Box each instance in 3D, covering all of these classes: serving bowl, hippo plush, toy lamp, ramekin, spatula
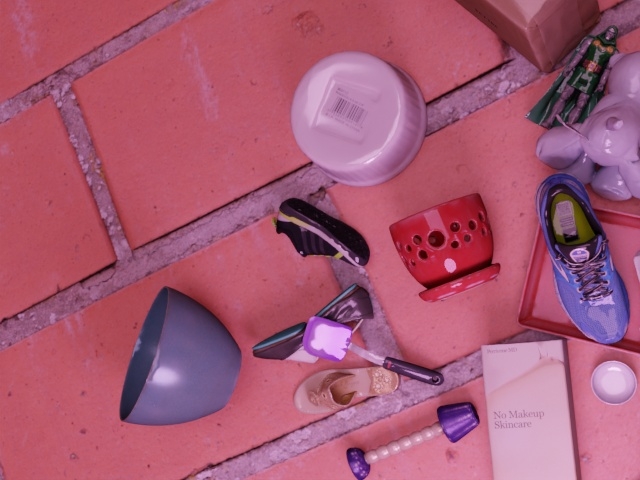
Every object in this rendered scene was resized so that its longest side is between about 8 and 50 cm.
[{"bbox_3d":[0.558,0.270,1.810,0.083,0.027,0.083,-2,85,18],"label":"serving bowl"},{"bbox_3d":[0.540,-0.235,1.763,0.234,0.294,0.236,11,69,44],"label":"hippo plush"},{"bbox_3d":[0.185,0.397,1.900,0.274,0.080,0.080,-28,77,14],"label":"toy lamp"},{"bbox_3d":[0.071,-0.256,1.966,0.277,0.135,0.277,-2,85,19],"label":"ramekin"},{"bbox_3d":[0.108,0.236,1.925,0.296,0.030,0.084,20,102,8],"label":"spatula"}]

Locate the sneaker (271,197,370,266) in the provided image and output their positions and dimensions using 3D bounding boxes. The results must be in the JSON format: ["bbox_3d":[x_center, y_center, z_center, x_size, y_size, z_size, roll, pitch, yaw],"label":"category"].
[{"bbox_3d":[0.000,0.000,2.012,0.234,0.084,0.097,35,121,19],"label":"sneaker"}]

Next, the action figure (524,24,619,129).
[{"bbox_3d":[0.514,-0.313,1.856,0.137,0.063,0.232,28,99,7],"label":"action figure"}]

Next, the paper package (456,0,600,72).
[{"bbox_3d":[0.350,-0.506,1.800,0.325,0.309,0.168,45,100,18],"label":"paper package"}]

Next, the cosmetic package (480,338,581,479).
[{"bbox_3d":[0.403,0.346,1.813,0.160,0.113,0.309,-8,84,18],"label":"cosmetic package"}]

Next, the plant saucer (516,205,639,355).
[{"bbox_3d":[0.531,0.068,1.827,0.259,0.048,0.258,13,89,19],"label":"plant saucer"}]

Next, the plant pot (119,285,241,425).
[{"bbox_3d":[-0.280,0.263,1.993,0.195,0.290,0.290,20,92,-17],"label":"plant pot"}]

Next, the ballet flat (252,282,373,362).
[{"bbox_3d":[-0.010,0.196,1.980,0.280,0.095,0.096,-32,91,14],"label":"ballet flat"}]

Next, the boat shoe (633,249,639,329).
[{"bbox_3d":[0.633,0.151,1.706,0.103,0.113,0.302,-29,94,-9],"label":"boat shoe"}]

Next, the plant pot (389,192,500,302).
[{"bbox_3d":[0.251,0.017,1.857,0.191,0.191,0.174,-23,86,16],"label":"plant pot"}]

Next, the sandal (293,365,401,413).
[{"bbox_3d":[0.041,0.303,1.956,0.240,0.079,0.088,-15,80,17],"label":"sandal"}]

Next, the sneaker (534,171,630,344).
[{"bbox_3d":[0.471,0.040,1.737,0.129,0.147,0.330,-22,91,17],"label":"sneaker"}]
